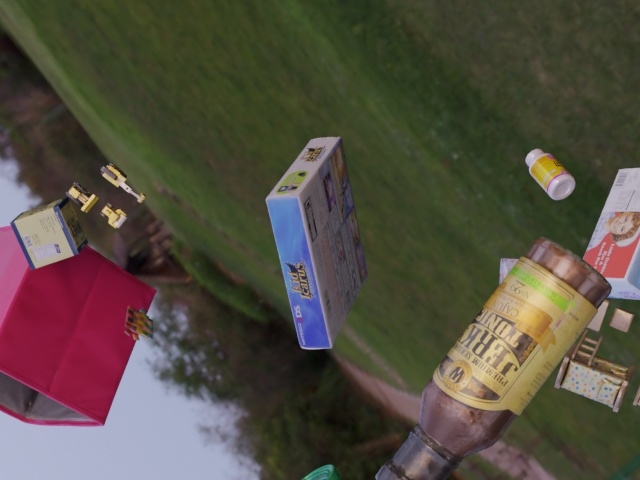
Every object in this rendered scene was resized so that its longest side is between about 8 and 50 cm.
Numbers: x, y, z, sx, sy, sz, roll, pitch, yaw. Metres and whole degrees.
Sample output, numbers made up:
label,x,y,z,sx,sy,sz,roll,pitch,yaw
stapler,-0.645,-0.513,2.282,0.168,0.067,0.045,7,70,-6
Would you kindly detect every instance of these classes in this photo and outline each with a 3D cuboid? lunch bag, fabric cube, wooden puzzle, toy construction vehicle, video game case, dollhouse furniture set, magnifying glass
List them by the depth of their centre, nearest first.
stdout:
label,x,y,z,sx,sy,sz,roll,pitch,yaw
lunch bag,0.286,0.057,1.625,0.083,0.071,0.053,71,-159,-63
magnifying glass,-0.063,0.401,1.644,0.026,0.231,0.092,55,164,-7
toy construction vehicle,-0.331,-0.070,1.788,0.098,0.086,0.035,42,-178,-10
wooden puzzle,-0.285,0.131,1.826,0.049,0.006,0.083,33,-153,-25
video game case,0.000,0.000,1.891,0.244,0.061,0.269,-57,-40,-58
dollhouse furniture set,0.505,0.195,1.918,0.182,0.161,0.101,20,-162,18
fabric cube,-0.482,0.147,1.962,0.254,0.258,0.259,-8,145,43

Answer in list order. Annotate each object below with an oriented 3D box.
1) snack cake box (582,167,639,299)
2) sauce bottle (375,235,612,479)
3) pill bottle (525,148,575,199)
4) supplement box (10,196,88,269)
label,x,y,z,sx,sy,sz,roll,pitch,yaw
snack cake box,0.639,-0.016,2.341,0.089,0.264,0.152,32,166,-27
sauce bottle,0.194,0.159,1.330,0.111,0.344,0.111,36,179,1
pill bottle,0.334,-0.099,1.695,0.083,0.043,0.043,58,-179,44
supplement box,-0.419,-0.011,1.790,0.056,0.083,0.083,-76,-33,-71
